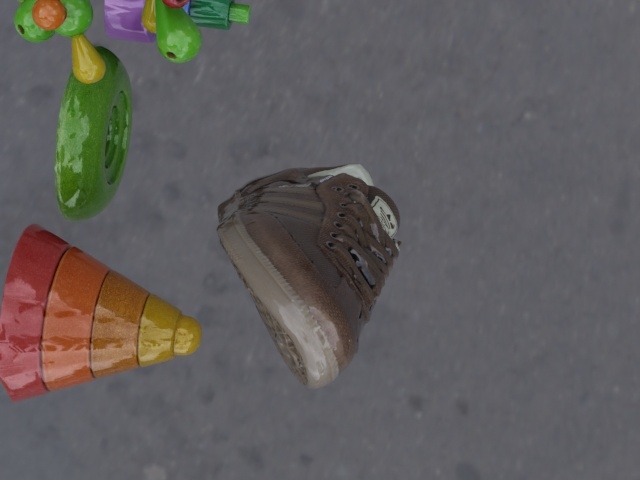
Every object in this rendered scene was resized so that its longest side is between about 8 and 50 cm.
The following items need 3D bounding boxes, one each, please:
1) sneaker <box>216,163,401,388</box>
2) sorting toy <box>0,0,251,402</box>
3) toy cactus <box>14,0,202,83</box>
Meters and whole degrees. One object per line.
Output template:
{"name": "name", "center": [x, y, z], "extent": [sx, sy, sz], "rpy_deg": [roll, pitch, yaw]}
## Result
{"name": "sneaker", "center": [0.000, 0.000, 0.700], "extent": [0.071, 0.188, 0.066], "rpy_deg": [-29, 108, 0]}
{"name": "sorting toy", "center": [-0.119, -0.048, 1.182], "extent": [0.126, 0.365, 0.127], "rpy_deg": [8, 149, 6]}
{"name": "toy cactus", "center": [-0.151, -0.211, 1.080], "extent": [0.219, 0.112, 0.180], "rpy_deg": [37, 96, 21]}
